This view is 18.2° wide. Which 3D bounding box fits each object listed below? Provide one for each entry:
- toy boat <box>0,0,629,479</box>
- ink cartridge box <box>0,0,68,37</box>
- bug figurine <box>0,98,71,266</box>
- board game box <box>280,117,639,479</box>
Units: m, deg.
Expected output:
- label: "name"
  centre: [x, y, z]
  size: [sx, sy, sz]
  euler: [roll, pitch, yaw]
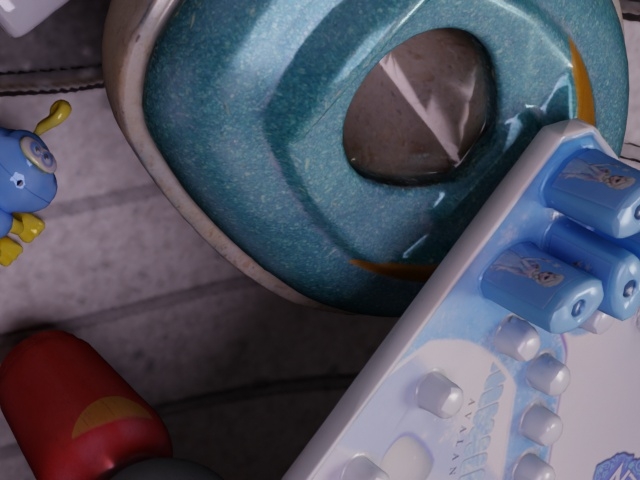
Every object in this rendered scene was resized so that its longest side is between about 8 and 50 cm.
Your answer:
- label: "toy boat"
  centre: [0.000, 0.000, 0.786]
  size: [0.318, 0.148, 0.267]
  euler: [-51, 138, 8]
- label: "ink cartridge box"
  centre: [-0.038, -0.241, 0.736]
  size: [0.332, 0.065, 0.165]
  euler: [-37, 120, 0]
- label: "bug figurine"
  centre: [-0.237, -0.025, 0.752]
  size: [0.279, 0.072, 0.216]
  euler: [38, 96, -30]
- label: "board game box"
  centre: [0.084, 0.204, 0.842]
  size: [0.390, 0.050, 0.390]
  euler: [-53, 138, -8]
